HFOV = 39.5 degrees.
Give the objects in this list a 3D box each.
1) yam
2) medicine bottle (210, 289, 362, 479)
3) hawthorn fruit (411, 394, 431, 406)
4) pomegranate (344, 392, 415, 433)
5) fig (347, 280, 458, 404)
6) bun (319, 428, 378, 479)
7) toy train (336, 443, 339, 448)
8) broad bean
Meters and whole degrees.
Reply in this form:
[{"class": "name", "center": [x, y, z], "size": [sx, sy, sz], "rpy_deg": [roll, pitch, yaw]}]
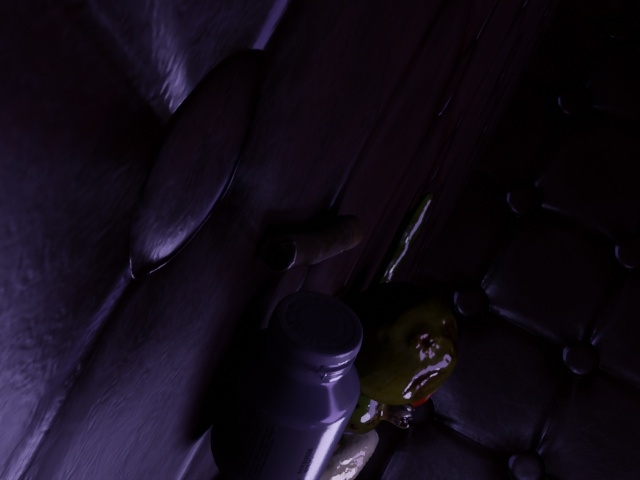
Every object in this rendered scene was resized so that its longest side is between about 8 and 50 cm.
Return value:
[{"class": "yam", "center": [0.000, 0.000, 0.941], "size": [0.327, 0.045, 0.045], "rpy_deg": [-16, 103, -77]}, {"class": "medicine bottle", "center": [-0.031, 0.160, 0.934], "size": [0.135, 0.135, 0.215], "rpy_deg": [-50, 164, -53]}, {"class": "hawthorn fruit", "center": [0.227, 0.336, 2.530], "size": [0.284, 0.284, 0.284], "rpy_deg": [-60, 170, -17]}, {"class": "pomegranate", "center": [0.101, 0.365, 2.046], "size": [0.179, 0.210, 0.179], "rpy_deg": [-161, -90, -75]}, {"class": "fig", "center": [0.132, 0.199, 1.714], "size": [0.239, 0.239, 0.271], "rpy_deg": [-58, -167, -25]}, {"class": "bun", "center": [0.020, 0.510, 2.154], "size": [0.259, 0.160, 0.259], "rpy_deg": [-43, 180, 0]}, {"class": "toy train", "center": [-0.035, 0.397, 1.634], "size": [0.099, 0.072, 0.188], "rpy_deg": [-47, 172, 22]}, {"class": "broad bean", "center": [0.171, 0.022, 1.945], "size": [0.297, 0.043, 0.060], "rpy_deg": [-62, 161, 5]}]
